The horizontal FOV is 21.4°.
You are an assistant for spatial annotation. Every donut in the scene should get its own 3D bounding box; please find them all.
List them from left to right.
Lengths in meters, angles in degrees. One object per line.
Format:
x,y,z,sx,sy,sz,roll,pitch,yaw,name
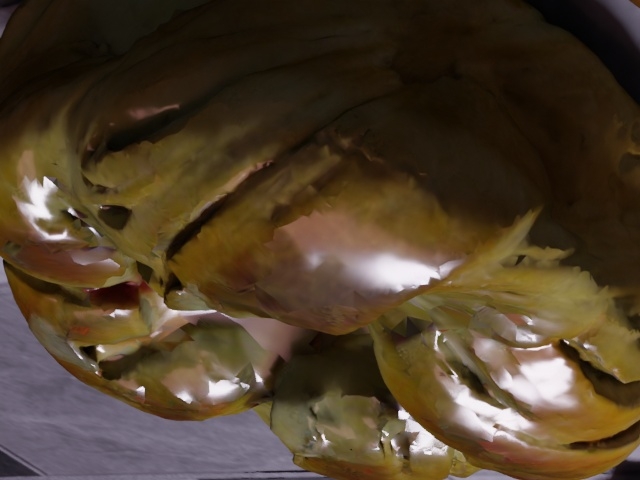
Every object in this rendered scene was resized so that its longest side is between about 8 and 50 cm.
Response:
0.000,0.000,0.795,0.360,0.170,0.360,14,154,7,donut

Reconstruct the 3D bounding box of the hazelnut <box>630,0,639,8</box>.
0.133,-0.141,0.463,0.178,0.178,0.204,9,157,21,hazelnut
